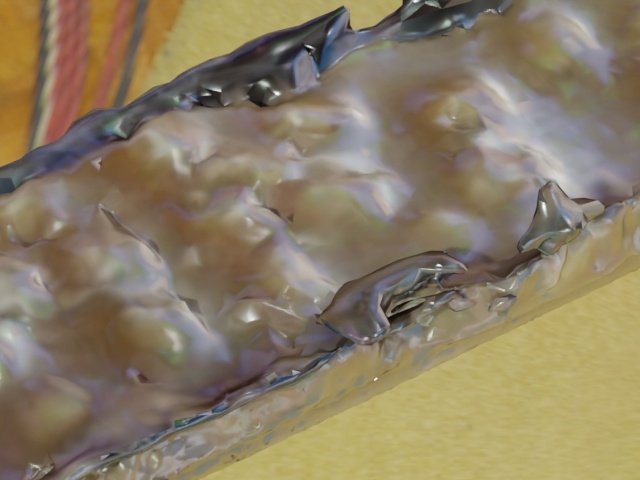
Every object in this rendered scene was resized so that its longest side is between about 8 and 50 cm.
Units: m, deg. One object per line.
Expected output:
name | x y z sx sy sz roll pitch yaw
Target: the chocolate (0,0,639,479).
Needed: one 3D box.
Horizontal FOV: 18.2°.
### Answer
chocolate | -0.001 0.003 0.435 0.329 0.065 0.102 -25 44 -20
